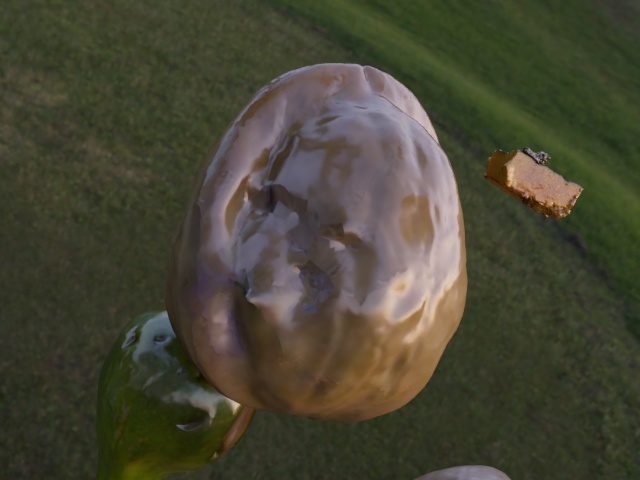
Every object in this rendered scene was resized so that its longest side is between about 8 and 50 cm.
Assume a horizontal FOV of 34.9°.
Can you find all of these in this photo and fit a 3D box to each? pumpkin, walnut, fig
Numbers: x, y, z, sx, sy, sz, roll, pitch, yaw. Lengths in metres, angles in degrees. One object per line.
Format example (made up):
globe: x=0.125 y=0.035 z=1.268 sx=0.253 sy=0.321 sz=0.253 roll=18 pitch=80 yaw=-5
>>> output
pumpkin: x=0.203 y=-0.060 z=0.977 sx=0.083 sy=0.054 sz=0.074 roll=27 pitch=4 yaw=-11
walnut: x=-0.008 y=0.012 z=1.134 sx=0.383 sy=0.384 sz=0.384 roll=21 pitch=24 yaw=-10
fig: x=-0.211 y=0.226 z=1.279 sx=0.206 sy=0.275 sz=0.206 roll=37 pitch=8 yaw=-6

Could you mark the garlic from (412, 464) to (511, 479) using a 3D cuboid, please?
garlic: x=0.142 y=0.330 z=1.082 sx=0.151 sy=0.196 sz=0.338 roll=-3 pitch=9 yaw=11
